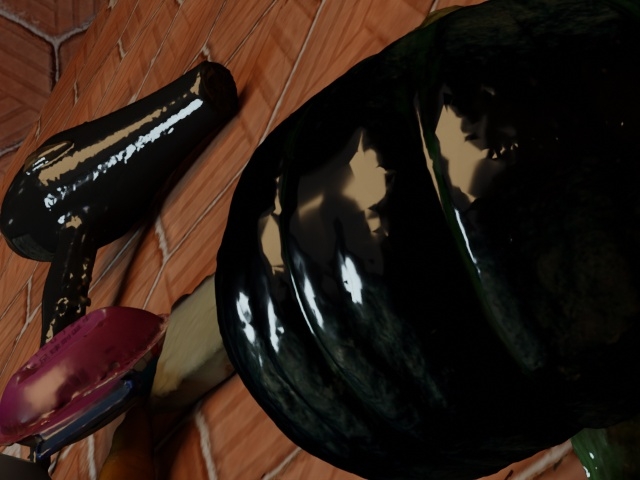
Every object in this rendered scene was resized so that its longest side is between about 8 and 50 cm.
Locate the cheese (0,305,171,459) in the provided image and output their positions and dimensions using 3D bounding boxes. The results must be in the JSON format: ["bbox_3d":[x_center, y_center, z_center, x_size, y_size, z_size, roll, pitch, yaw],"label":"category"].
[{"bbox_3d":[-0.159,0.100,1.014,0.155,0.062,0.244,-36,11,-6],"label":"cheese"}]

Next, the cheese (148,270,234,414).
[{"bbox_3d":[0.002,0.002,0.823,0.400,0.034,0.085,-41,31,50],"label":"cheese"}]

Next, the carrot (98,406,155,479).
[{"bbox_3d":[-0.125,0.201,0.823,0.069,0.069,0.336,-53,16,26],"label":"carrot"}]

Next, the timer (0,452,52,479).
[{"bbox_3d":[-0.267,0.244,0.975,0.255,0.175,0.175,-56,17,2],"label":"timer"}]

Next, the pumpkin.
[{"bbox_3d":[0.063,-0.005,0.426,0.194,0.150,0.194,-40,15,13],"label":"pumpkin"}]

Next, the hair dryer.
[{"bbox_3d":[-0.187,0.033,1.269,0.303,0.120,0.359,-26,47,39],"label":"hair dryer"}]
